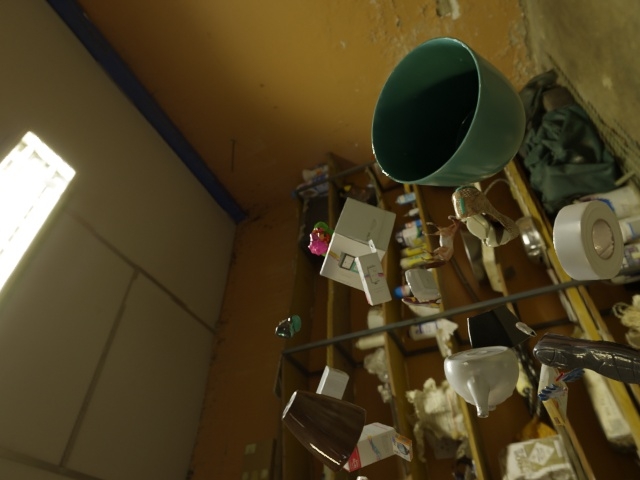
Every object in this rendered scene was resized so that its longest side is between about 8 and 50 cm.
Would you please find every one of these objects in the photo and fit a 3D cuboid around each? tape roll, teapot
[{"bbox_3d":[0.967,0.000,1.514,0.287,0.100,0.285,5,-100,-29],"label":"tape roll"},{"bbox_3d":[0.547,0.467,1.404,0.252,0.256,0.186,142,117,-70],"label":"teapot"}]

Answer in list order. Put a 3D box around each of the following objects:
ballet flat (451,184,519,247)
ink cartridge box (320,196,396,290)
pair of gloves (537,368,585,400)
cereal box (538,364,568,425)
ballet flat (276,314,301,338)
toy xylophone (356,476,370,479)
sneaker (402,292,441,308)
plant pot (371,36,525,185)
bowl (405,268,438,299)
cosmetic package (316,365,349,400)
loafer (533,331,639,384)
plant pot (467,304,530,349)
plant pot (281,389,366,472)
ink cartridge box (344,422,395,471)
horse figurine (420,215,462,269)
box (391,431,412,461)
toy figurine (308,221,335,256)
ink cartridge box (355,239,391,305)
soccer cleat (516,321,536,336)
[{"bbox_3d":[0.302,-0.025,0.769,0.206,0.073,0.067,27,-120,-35],"label":"ballet flat"},{"bbox_3d":[0.140,0.017,1.602,0.270,0.197,0.198,107,-176,-50],"label":"ink cartridge box"},{"bbox_3d":[0.942,0.556,1.643,0.160,0.198,0.023,9,-150,-31],"label":"pair of gloves"},{"bbox_3d":[1.027,0.663,1.854,0.172,0.047,0.240,59,-141,-5],"label":"cereal box"},{"bbox_3d":[-0.121,0.315,1.538,0.203,0.074,0.074,-10,-98,-83],"label":"ballet flat"},{"bbox_3d":[0.238,1.200,1.883,0.323,0.081,0.236,40,-129,-35],"label":"toy xylophone"},{"bbox_3d":[0.494,0.280,2.058,0.069,0.186,0.083,-39,-44,-87],"label":"sneaker"},{"bbox_3d":[0.296,-0.252,0.918,0.235,0.293,0.292,6,-116,-33],"label":"plant pot"},{"bbox_3d":[0.443,0.181,1.807,0.142,0.053,0.141,8,-130,-34],"label":"bowl"},{"bbox_3d":[0.046,0.765,2.111,0.085,0.118,0.230,171,122,-80],"label":"cosmetic package"},{"bbox_3d":[0.739,0.298,1.124,0.095,0.303,0.109,-45,-60,-36],"label":"loafer"},{"bbox_3d":[0.744,0.380,1.808,0.188,0.188,0.166,-6,-112,-43],"label":"plant pot"},{"bbox_3d":[-0.002,0.596,1.385,0.231,0.215,0.215,30,-156,3],"label":"plant pot"},{"bbox_3d":[0.229,1.093,2.246,0.226,0.307,0.131,149,113,-65],"label":"ink cartridge box"},{"bbox_3d":[0.541,0.013,1.896,0.066,0.175,0.262,22,-103,-54],"label":"horse figurine"},{"bbox_3d":[0.348,0.881,1.788,0.028,0.081,0.136,-38,-51,-41],"label":"box"},{"bbox_3d":[0.000,0.000,1.865,0.173,0.130,0.159,63,-158,6],"label":"toy figurine"},{"bbox_3d":[0.160,0.102,1.347,0.115,0.067,0.197,90,164,-85],"label":"ink cartridge box"},{"bbox_3d":[0.773,0.333,1.579,0.083,0.029,0.035,32,-171,-10],"label":"soccer cleat"}]
